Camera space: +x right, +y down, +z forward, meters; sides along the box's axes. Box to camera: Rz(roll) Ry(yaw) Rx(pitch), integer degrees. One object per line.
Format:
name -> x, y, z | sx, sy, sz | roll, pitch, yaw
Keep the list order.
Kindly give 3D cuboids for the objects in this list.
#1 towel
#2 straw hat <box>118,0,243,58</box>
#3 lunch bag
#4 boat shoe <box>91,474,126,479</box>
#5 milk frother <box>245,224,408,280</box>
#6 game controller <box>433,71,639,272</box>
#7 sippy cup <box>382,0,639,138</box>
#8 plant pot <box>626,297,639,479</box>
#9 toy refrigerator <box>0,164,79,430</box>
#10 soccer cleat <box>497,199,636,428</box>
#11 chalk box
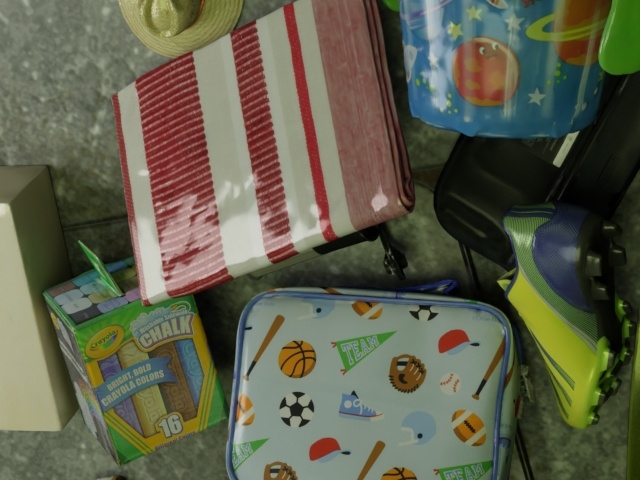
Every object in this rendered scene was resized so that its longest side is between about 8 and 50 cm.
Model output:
towel -> -0.061, -0.089, 1.849 | 0.329, 0.037, 0.237 | -21, 70, 35
straw hat -> -0.147, -0.233, 1.885 | 0.144, 0.061, 0.144 | 8, 118, 15
lunch bag -> 0.061, 0.158, 1.946 | 0.303, 0.115, 0.243 | 4, 79, 14
boat shoe -> -0.235, 0.330, 2.207 | 0.045, 0.050, 0.135 | -2, 105, 22
milk frother -> 0.000, 0.000, 1.917 | 0.134, 0.129, 0.143 | -19, 103, 23
game controller -> 0.227, -0.105, 1.841 | 0.166, 0.067, 0.319 | 35, 121, 15
sippy cup -> 0.164, -0.210, 1.677 | 0.240, 0.305, 0.224 | 3, 106, 4
plant pot -> 0.474, 0.153, 1.744 | 0.353, 0.366, 0.366 | 4, 117, 3
toy refrigerator -> -0.325, 0.063, 2.067 | 0.094, 0.102, 0.269 | -1, 116, 18
soccer cleat -> 0.232, 0.069, 1.865 | 0.121, 0.093, 0.289 | 15, 141, 24
chalk box -> -0.197, 0.097, 2.001 | 0.132, 0.132, 0.213 | -21, 114, -16
